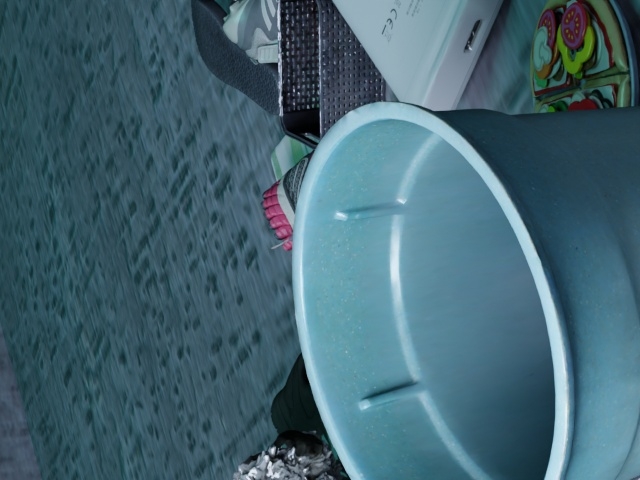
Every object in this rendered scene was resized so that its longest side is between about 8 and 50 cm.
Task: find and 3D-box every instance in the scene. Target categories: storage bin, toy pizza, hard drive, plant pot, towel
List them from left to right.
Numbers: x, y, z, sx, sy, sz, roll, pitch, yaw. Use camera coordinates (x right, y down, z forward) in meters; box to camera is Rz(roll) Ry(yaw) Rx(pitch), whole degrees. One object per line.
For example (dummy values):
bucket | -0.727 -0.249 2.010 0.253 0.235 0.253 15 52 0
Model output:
towel | -0.019 -0.107 2.306 0.152 0.023 0.113 -55 42 48
storage bin | 0.012 -0.203 2.161 0.122 0.084 0.180 -149 54 -61
hard drive | 0.083 -0.315 1.970 0.353 0.047 0.233 60 140 42
toy pizza | 0.229 -0.141 1.714 0.201 0.032 0.201 175 90 -71
plant pot | 0.205 0.039 1.424 0.341 0.334 0.341 28 124 52

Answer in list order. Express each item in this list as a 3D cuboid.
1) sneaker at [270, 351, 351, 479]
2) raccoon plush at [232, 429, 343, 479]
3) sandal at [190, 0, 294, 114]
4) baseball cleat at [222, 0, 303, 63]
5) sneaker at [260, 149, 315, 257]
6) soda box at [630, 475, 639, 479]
sneaker | 0.022 0.235 2.261 0.286 0.109 0.130 56 139 44
raccoon plush | 0.052 0.374 2.010 0.299 0.216 0.446 31 173 20
sandal | -0.095 -0.241 2.460 0.254 0.054 0.097 46 146 41
baseball cleat | -0.039 -0.288 2.295 0.109 0.072 0.206 49 141 0
sneaker | 0.034 0.022 2.153 0.112 0.121 0.299 -43 60 26
soda box | 0.255 0.211 1.607 0.060 0.053 0.169 -139 49 -58
